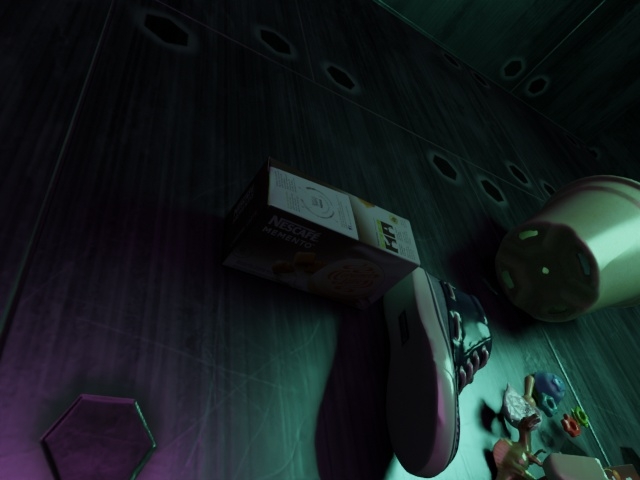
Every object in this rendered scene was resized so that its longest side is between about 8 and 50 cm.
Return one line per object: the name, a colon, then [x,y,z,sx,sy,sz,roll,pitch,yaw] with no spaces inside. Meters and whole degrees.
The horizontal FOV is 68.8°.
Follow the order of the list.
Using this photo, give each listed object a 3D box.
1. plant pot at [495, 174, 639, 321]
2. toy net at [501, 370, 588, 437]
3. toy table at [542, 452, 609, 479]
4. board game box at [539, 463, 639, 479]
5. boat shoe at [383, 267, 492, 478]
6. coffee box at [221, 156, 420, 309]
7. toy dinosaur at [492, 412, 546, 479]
plant pot: [0.577,0.038,1.063,0.306,0.333,0.333,-16,65,-36]
toy net: [0.381,0.298,0.820,0.232,0.045,0.122,1,55,-40]
toy table: [0.429,0.367,0.594,0.275,0.252,0.160,14,44,-6]
board game box: [0.481,0.454,0.769,0.282,0.027,0.145,14,45,-33]
boat shoe: [0.189,0.181,0.682,0.158,0.127,0.340,22,40,-14]
coffee box: [0.000,0.000,0.680,0.247,0.141,0.098,22,42,-27]
toy dinosaur: [0.292,0.345,0.694,0.093,0.053,0.183,43,54,12]
